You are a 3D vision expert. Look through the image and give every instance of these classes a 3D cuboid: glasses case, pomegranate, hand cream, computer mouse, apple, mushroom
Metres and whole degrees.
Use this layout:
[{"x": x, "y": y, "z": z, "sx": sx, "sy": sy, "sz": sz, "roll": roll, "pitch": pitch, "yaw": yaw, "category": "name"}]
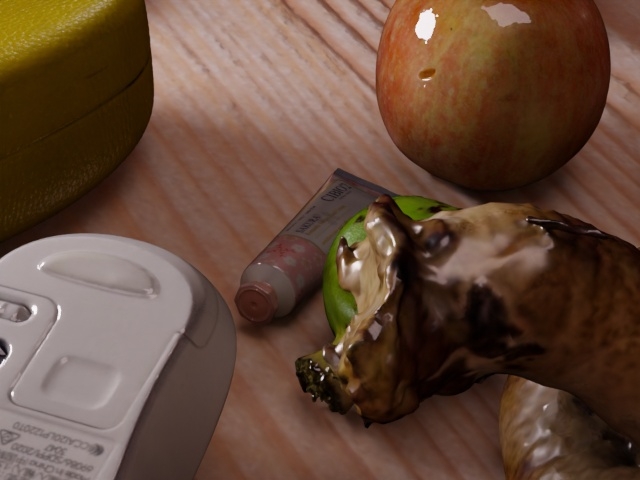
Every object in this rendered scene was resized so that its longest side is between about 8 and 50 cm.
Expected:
[{"x": -0.255, "y": -0.081, "z": 1.123, "sx": 0.173, "sy": 0.141, "sz": 0.371, "roll": 17, "pitch": 35, "yaw": 33, "category": "glasses case"}, {"x": 0.054, "y": 0.033, "z": 1.054, "sx": 0.169, "sy": 0.122, "sz": 0.143, "roll": -18, "pitch": 6, "yaw": -15, "category": "pomegranate"}, {"x": 0.000, "y": 0.000, "z": 1.164, "sx": 0.067, "sy": 0.043, "sz": 0.209, "roll": 22, "pitch": 33, "yaw": 15, "category": "hand cream"}, {"x": -0.163, "y": 0.124, "z": 0.901, "sx": 0.184, "sy": 0.121, "sz": 0.297, "roll": 12, "pitch": 50, "yaw": 13, "category": "computer mouse"}, {"x": 0.137, "y": -0.140, "z": 1.265, "sx": 0.188, "sy": 0.174, "sz": 0.188, "roll": 6, "pitch": 40, "yaw": -5, "category": "apple"}, {"x": 0.217, "y": 0.070, "z": 0.904, "sx": 0.334, "sy": 0.356, "sz": 0.331, "roll": -29, "pitch": 6, "yaw": 12, "category": "mushroom"}]
